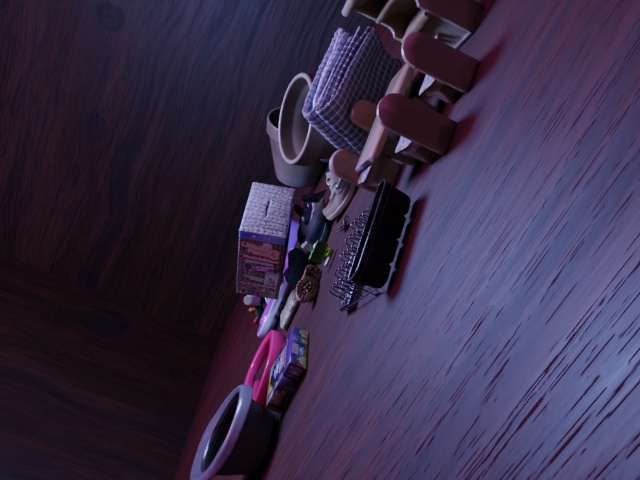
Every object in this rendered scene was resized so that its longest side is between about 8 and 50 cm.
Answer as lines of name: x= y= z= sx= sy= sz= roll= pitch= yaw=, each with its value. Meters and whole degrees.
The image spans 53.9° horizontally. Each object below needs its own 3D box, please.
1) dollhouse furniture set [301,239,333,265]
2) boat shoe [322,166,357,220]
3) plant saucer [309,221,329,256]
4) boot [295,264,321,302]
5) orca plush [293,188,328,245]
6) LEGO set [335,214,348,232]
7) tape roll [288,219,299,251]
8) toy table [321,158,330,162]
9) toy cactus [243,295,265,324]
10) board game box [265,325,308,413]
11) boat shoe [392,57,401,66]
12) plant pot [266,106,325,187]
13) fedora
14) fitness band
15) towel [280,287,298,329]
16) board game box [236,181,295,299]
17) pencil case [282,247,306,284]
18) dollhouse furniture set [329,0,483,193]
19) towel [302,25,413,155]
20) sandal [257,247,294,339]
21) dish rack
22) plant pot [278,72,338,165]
dollhouse furniture set: x=-0.015 y=0.041 z=1.761 sx=0.058 sy=0.076 sz=0.152 roll=-67 pitch=9 yaw=-11
boat shoe: x=0.065 y=-0.189 z=1.810 sx=0.109 sy=0.098 sz=0.302 roll=-77 pitch=14 yaw=-52
plant saucer: x=0.000 y=0.000 z=1.961 sx=0.119 sy=0.021 sz=0.119 roll=-157 pitch=90 yaw=-81
boot: x=-0.041 y=0.141 z=1.738 sx=0.158 sy=0.059 sz=0.084 roll=-64 pitch=-1 yaw=-61
orca plush: x=-0.054 y=-0.076 z=1.980 sx=0.151 sy=0.102 sz=0.287 roll=-53 pitch=-16 yaw=-17
LEGO set: x=0.066 y=-0.043 z=1.701 sx=0.054 sy=0.023 sz=0.083 roll=-56 pitch=0 yaw=39
tape roll: x=-0.178 y=0.034 z=2.727 sx=0.274 sy=0.090 sz=0.275 roll=-62 pitch=9 yaw=19
toy table: x=0.054 y=-0.388 z=2.048 sx=0.274 sy=0.252 sz=0.161 roll=-47 pitch=25 yaw=-1
toy cactus: x=-0.240 y=0.215 z=2.339 sx=0.180 sy=0.112 sz=0.218 roll=10 pitch=-99 yaw=-71
board game box: x=-0.080 y=0.312 z=1.529 sx=0.170 sy=0.048 sz=0.141 roll=-90 pitch=24 yaw=-69
boat shoe: x=0.181 y=-0.453 z=1.920 sx=0.076 sy=0.080 sz=0.228 roll=-42 pitch=-21 yaw=-58
plant pot: x=-0.084 y=-0.395 z=2.744 sx=0.323 sy=0.323 sz=0.280 roll=-79 pitch=-1 yaw=-56
fedora: x=-0.195 y=0.482 z=1.515 sx=0.275 sy=0.124 sz=0.243 roll=-55 pitch=14 yaw=28
fitness band: x=-0.166 y=0.384 z=1.864 sx=0.209 sy=0.054 sz=0.291 roll=-62 pitch=10 yaw=12
towel: x=-0.098 y=0.213 z=1.969 sx=0.148 sy=0.027 sz=0.110 roll=-104 pitch=38 yaw=-76
board game box: x=-0.177 y=0.003 z=2.025 sx=0.232 sy=0.141 sz=0.291 roll=-82 pitch=1 yaw=-46
pencil case: x=-0.084 y=0.085 z=2.083 sx=0.151 sy=0.070 sz=0.064 roll=-87 pitch=22 yaw=-64
dollhouse furniture set: x=0.131 y=-0.342 z=1.294 sx=0.362 sy=0.257 sz=0.394 roll=149 pitch=144 yaw=-76
towel: x=0.106 y=-0.359 z=1.560 sx=0.121 sy=0.235 sz=0.283 roll=4 pitch=65 yaw=49
sandal: x=-0.170 y=0.166 z=2.277 sx=0.416 sy=0.102 sz=0.169 roll=-76 pitch=13 yaw=-48
dish rack: x=0.082 y=0.025 z=1.226 sx=0.271 sy=0.074 sz=0.208 roll=132 pitch=160 yaw=-65
plant pot: x=0.025 y=-0.342 z=1.851 sx=0.263 sy=0.229 sz=0.262 roll=-177 pitch=90 yaw=-64
